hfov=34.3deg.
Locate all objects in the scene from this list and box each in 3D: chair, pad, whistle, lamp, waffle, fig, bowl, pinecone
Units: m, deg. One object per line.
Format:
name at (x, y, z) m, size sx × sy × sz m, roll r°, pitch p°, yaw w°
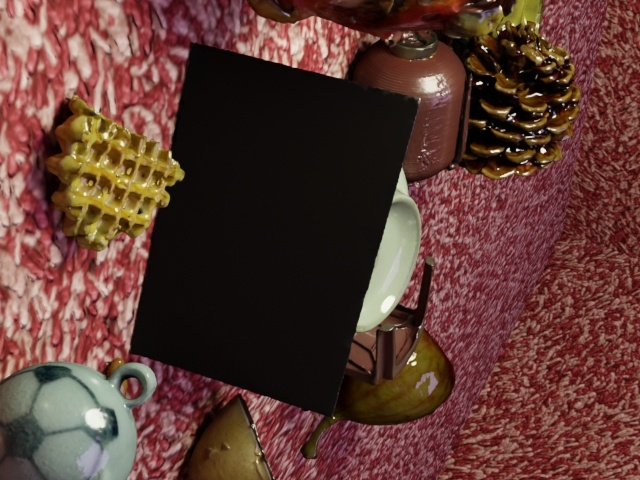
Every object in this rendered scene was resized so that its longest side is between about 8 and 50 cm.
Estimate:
chair at (0.065, 0.165, 1.686) m, size 0.175 × 0.183 × 0.326 m, roll -54°, pitch 154°, yaw -35°
pad at (-0.058, -0.006, 1.116) m, size 0.007 × 0.248 × 0.367 m, roll -53°, pitch 157°, yaw -72°
whistle at (-0.271, 0.209, 0.949) m, size 0.290 × 0.163 × 0.163 m, roll -37°, pitch 154°, yaw -6°
lamp at (0.131, -0.194, 1.516) m, size 0.180 × 0.180 × 0.258 m, roll -49°, pitch 153°, yaw -44°
waffle at (-0.193, -0.072, 0.990) m, size 0.160 × 0.046 × 0.192 m, roll -53°, pitch 154°, yaw -33°
fig at (0.085, 0.281, 1.894) m, size 0.321 × 0.217 × 0.217 m, roll -40°, pitch 153°, yaw -10°
bowl at (0.000, 0.000, 1.261) m, size 0.354 × 0.185 × 0.353 m, roll -34°, pitch 135°, yaw -43°
pinecone at (0.302, -0.218, 1.647) m, size 0.257 × 0.243 × 0.243 m, roll -60°, pitch 164°, yaw 20°

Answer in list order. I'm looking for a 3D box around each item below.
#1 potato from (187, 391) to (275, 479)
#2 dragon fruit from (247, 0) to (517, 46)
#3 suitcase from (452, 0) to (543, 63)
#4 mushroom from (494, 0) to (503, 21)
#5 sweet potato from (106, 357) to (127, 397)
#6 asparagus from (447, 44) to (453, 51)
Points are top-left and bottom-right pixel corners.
potato at (-0.125, 0.325, 1.446) m, size 0.117 × 0.182 × 0.202 m, roll -20°, pitch 136°, yaw -7°
dragon fruit at (0.007, -0.323, 1.012) m, size 0.263 × 0.314 × 0.296 m, roll -20°, pitch 128°, yaw -5°
suitcase at (0.315, -0.381, 1.824) m, size 0.194 × 0.143 × 0.234 m, roll 81°, pitch 22°, yaw -53°
mushroom at (0.231, -0.454, 1.542) m, size 0.164 × 0.189 × 0.267 m, roll -10°, pitch 153°, yaw -36°
sweet potato at (-0.246, 0.217, 1.144) m, size 0.179 × 0.044 × 0.044 m, roll -66°, pitch 160°, yaw -8°
asparagus at (0.170, -0.199, 1.766) m, size 0.287 × 0.080 × 0.080 m, roll -69°, pitch 160°, yaw -3°
